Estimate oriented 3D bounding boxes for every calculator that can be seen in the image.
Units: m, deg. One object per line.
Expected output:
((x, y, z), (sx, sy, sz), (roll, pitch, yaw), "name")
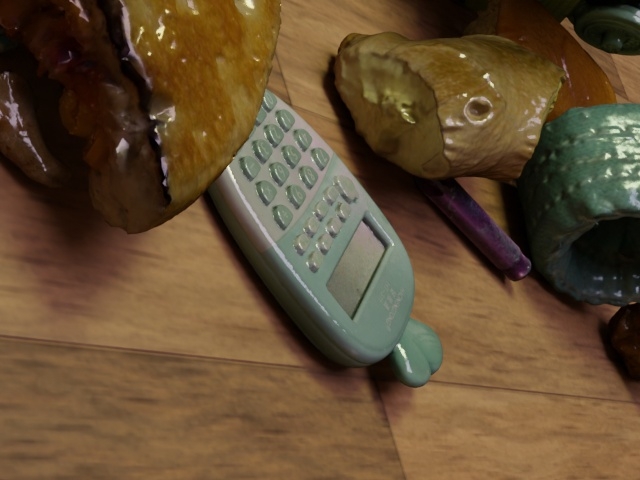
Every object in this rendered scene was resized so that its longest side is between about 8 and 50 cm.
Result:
((0.000, 0.000, 1.133), (0.295, 0.042, 0.184), (53, 29, -13), "calculator")

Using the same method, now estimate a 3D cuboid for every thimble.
((0.322, -0.033, 1.535), (0.235, 0.198, 0.143), (31, 43, -43), "thimble")

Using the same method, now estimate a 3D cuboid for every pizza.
((-0.127, -0.199, 0.931), (0.278, 0.114, 0.408), (20, 56, -49), "pizza")

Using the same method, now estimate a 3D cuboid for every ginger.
((-0.191, -0.074, 0.886), (0.097, 0.030, 0.048), (43, 55, -25), "ginger")
((0.118, -0.136, 1.353), (0.221, 0.130, 0.275), (17, 15, -2), "ginger")

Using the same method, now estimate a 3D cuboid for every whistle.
((0.150, -0.019, 1.408), (0.176, 0.033, 0.033), (44, 33, -31), "whistle")

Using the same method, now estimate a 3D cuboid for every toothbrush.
((-0.180, -0.149, 0.987), (0.017, 0.014, 0.162), (48, 28, 2), "toothbrush")

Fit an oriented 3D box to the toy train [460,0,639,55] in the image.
((0.301, -0.349, 1.553), (0.272, 0.442, 0.179), (17, 76, -5), "toy train")

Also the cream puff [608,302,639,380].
((0.386, 0.111, 1.626), (0.116, 0.122, 0.094), (119, -41, -76), "cream puff")

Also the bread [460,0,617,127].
((0.249, -0.165, 1.612), (0.245, 0.121, 0.174), (40, 33, -40), "bread")
